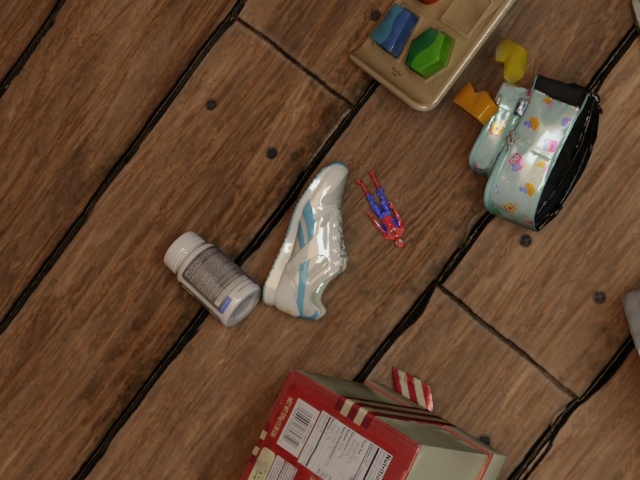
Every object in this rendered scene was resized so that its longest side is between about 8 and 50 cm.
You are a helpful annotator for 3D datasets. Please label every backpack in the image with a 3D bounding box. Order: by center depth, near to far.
[{"bbox_3d":[0.274,-0.111,1.592,0.144,0.166,0.188,17,89,15],"label":"backpack"}]

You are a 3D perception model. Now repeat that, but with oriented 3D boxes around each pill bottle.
[{"bbox_3d":[-0.157,0.054,1.760,0.137,0.078,0.078,42,98,16],"label":"pill bottle"}]

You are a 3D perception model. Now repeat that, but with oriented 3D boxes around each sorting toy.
[{"bbox_3d":[0.175,-0.281,1.626,0.229,0.041,0.307,-50,39,6],"label":"sorting toy"}]

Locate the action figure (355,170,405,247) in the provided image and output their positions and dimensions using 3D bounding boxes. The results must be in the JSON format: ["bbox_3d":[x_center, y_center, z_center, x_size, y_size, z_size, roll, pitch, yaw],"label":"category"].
[{"bbox_3d":[0.088,-0.040,1.719,0.038,0.030,0.115,-30,79,8],"label":"action figure"}]

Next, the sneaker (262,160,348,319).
[{"bbox_3d":[0.000,0.000,1.719,0.092,0.087,0.228,22,99,11],"label":"sneaker"}]

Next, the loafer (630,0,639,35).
[{"bbox_3d":[0.446,-0.268,1.621,0.039,0.045,0.125,-14,78,9],"label":"loafer"}]

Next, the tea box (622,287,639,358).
[{"bbox_3d":[0.560,0.183,1.396,0.324,0.220,0.329,-20,100,14],"label":"tea box"}]

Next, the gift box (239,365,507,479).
[{"bbox_3d":[0.058,0.303,1.582,0.276,0.258,0.255,33,97,37],"label":"gift box"}]
